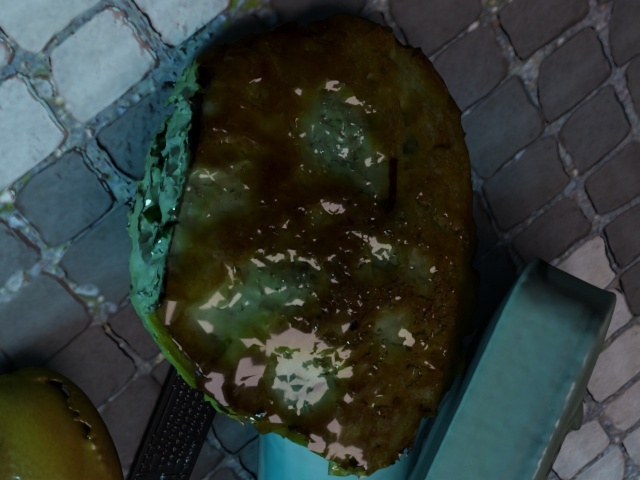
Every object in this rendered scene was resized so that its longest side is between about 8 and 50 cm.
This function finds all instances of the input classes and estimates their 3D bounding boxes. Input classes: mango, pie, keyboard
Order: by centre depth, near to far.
[{"bbox_3d":[0.000,0.000,1.250,0.288,0.103,0.355,13,79,-30],"label":"pie"},{"bbox_3d":[-0.236,0.219,1.315,0.136,0.166,0.236,-48,139,-68],"label":"mango"},{"bbox_3d":[-0.131,0.181,1.456,0.067,0.011,0.202,3,121,-37],"label":"keyboard"}]

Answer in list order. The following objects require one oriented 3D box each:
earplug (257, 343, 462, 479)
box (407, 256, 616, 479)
[{"bbox_3d":[0.016,0.192,1.473,0.185,0.185,0.324,-19,140,-23],"label":"earplug"},{"bbox_3d":[0.142,0.214,1.423,0.396,0.111,0.396,-65,171,-3],"label":"box"}]
